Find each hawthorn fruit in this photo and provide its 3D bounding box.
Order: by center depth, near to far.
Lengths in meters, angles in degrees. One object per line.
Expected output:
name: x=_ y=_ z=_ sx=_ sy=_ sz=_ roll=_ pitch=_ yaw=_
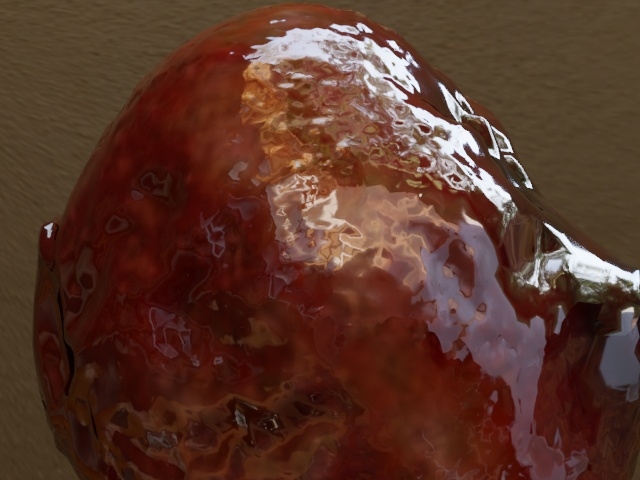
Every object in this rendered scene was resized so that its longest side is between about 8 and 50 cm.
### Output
hawthorn fruit: x=-0.012 y=0.054 z=0.720 sx=0.230 sy=0.210 sz=0.266 roll=49 pitch=-62 yaw=5
